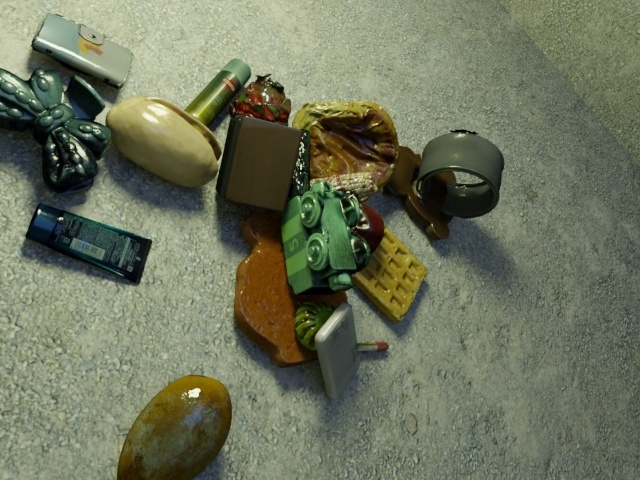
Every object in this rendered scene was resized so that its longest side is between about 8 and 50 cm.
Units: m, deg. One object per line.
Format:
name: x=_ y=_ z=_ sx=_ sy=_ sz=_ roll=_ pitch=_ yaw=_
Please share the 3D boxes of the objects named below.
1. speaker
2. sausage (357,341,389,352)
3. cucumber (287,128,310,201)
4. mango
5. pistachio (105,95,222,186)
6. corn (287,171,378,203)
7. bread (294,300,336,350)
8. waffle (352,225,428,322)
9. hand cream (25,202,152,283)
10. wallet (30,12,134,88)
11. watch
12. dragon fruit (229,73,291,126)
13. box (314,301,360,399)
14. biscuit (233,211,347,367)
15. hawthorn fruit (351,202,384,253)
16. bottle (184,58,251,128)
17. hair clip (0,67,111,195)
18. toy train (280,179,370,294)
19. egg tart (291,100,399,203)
speaker: x=-0.165 y=-0.206 z=1.485 sx=0.192 sy=0.153 sz=0.231 roll=11 pitch=100 yaw=-21
sausage: x=0.117 y=0.315 z=1.618 sx=0.223 sy=0.029 sz=0.029 roll=5 pitch=69 yaw=-34
cucumber: x=-0.072 y=-0.220 z=1.574 sx=0.062 sy=0.078 sz=0.211 roll=25 pitch=60 yaw=-60
mango: x=-0.320 y=0.438 z=1.200 sx=0.193 sy=0.146 sz=0.316 roll=42 pitch=67 yaw=-13
pistachio: x=-0.399 y=-0.253 z=1.411 sx=0.299 sy=0.187 sz=0.187 roll=33 pitch=56 yaw=-27
corn: x=0.032 y=-0.145 z=1.633 sx=0.280 sy=0.092 sz=0.092 roll=-11 pitch=75 yaw=1
bread: x=-0.004 y=0.221 z=1.463 sx=0.139 sy=0.071 sz=0.130 roll=-7 pitch=72 yaw=-38
waffle: x=0.220 y=0.107 z=1.759 sx=0.221 sy=0.055 sz=0.248 roll=46 pitch=52 yaw=-11
hand cream: x=-0.530 y=0.003 z=1.282 sx=0.270 sy=0.061 sz=0.120 roll=25 pitch=60 yaw=-31
wallet: x=-0.606 y=-0.485 z=1.415 sx=0.231 sy=0.069 sz=0.170 roll=22 pitch=43 yaw=-30
watch: x=0.432 y=-0.214 z=1.862 sx=0.335 sy=0.327 sz=0.314 roll=31 pitch=57 yaw=-21
dragon fruit: x=-0.171 y=-0.377 z=1.607 sx=0.182 sy=0.188 sz=0.182 roll=44 pitch=12 yaw=-12
box: x=0.051 y=0.298 z=1.459 sx=0.142 sy=0.044 sz=0.285 roll=-48 pitch=145 yaw=-34
biscuit: x=-0.074 y=0.127 z=1.534 sx=0.350 sy=0.078 sz=0.455 roll=17 pitch=62 yaw=-26
hawthorn fruit: x=0.118 y=-0.034 z=1.680 sx=0.169 sy=0.169 sz=0.188 roll=70 pitch=16 yaw=8
bottle: x=-0.298 y=-0.419 z=1.594 sx=0.082 sy=0.082 sz=0.286 roll=40 pitch=54 yaw=-16
hair clip: x=-0.611 y=-0.263 z=1.264 sx=0.206 sy=0.194 sz=0.310 roll=-45 pitch=101 yaw=-26
toy train: x=0.000 y=0.000 z=1.447 sx=0.167 sy=0.238 sz=0.299 roll=4 pitch=67 yaw=-34
egg tart: x=0.074 y=-0.279 z=1.728 sx=0.352 sy=0.153 sz=0.339 roll=-11 pitch=110 yaw=-13
